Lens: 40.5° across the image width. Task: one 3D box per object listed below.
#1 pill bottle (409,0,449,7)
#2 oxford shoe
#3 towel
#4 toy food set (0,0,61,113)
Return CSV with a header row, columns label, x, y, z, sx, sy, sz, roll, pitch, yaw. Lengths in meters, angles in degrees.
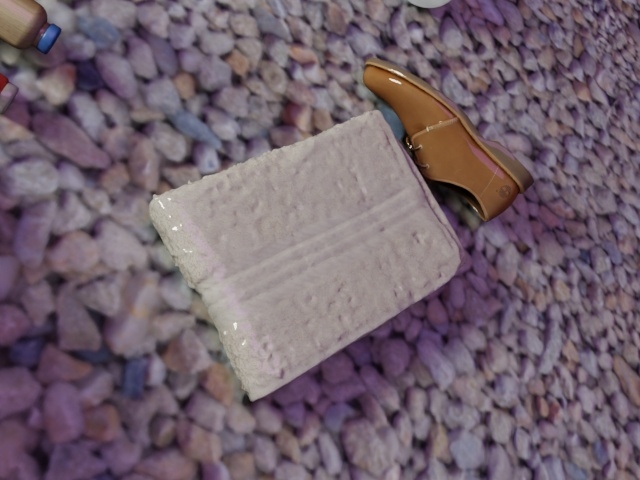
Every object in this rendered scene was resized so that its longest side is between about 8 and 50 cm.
label,x,y,z,sx,sy,sz,roll,pitch,yaw
pill bottle,0.132,-0.339,1.001,0.078,0.078,0.137,27,55,-21
oxford shoe,0.115,-0.103,0.888,0.212,0.076,0.076,42,90,2
towel,0.000,0.000,0.768,0.282,0.049,0.187,-26,83,-39
toy food set,-0.253,-0.136,0.614,0.104,0.111,0.232,32,51,-18
